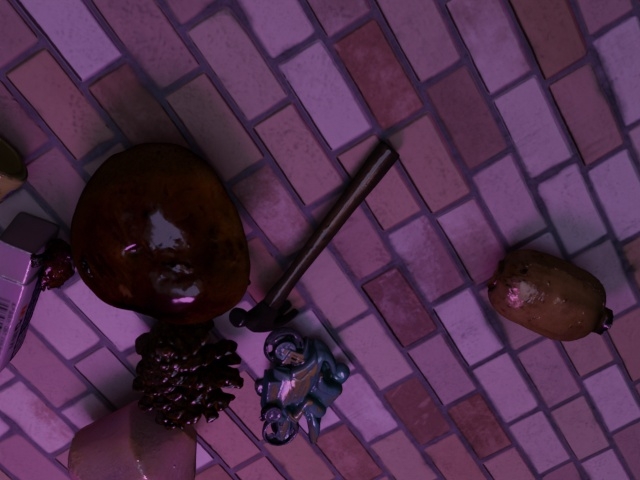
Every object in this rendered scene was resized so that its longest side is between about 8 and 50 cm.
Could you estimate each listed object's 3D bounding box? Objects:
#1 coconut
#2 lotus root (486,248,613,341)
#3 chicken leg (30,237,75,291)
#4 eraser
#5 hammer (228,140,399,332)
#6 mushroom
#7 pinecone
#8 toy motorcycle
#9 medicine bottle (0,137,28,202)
[{"bbox_3d":[-0.367,0.444,1.388,0.245,0.233,0.233,-25,116,12],"label":"coconut"},{"bbox_3d":[0.467,0.114,1.363,0.284,0.146,0.160,24,131,-9],"label":"lotus root"},{"bbox_3d":[-0.480,0.041,1.217,0.053,0.093,0.205,28,154,4],"label":"chicken leg"},{"bbox_3d":[-0.581,0.102,1.261,0.086,0.130,0.287,23,113,-12],"label":"eraser"},{"bbox_3d":[0.000,0.000,1.280,0.440,0.044,0.168,-53,152,11],"label":"hammer"},{"bbox_3d":[-0.280,0.001,1.219,0.345,0.259,0.346,3,101,17],"label":"mushroom"},{"bbox_3d":[-0.261,0.260,1.333,0.201,0.202,0.229,35,71,-32],"label":"pinecone"},{"bbox_3d":[-0.039,0.310,1.437,0.198,0.109,0.297,2,114,-18],"label":"toy motorcycle"},{"bbox_3d":[-0.634,-0.079,1.170,0.238,0.124,0.124,-35,114,11],"label":"medicine bottle"}]
